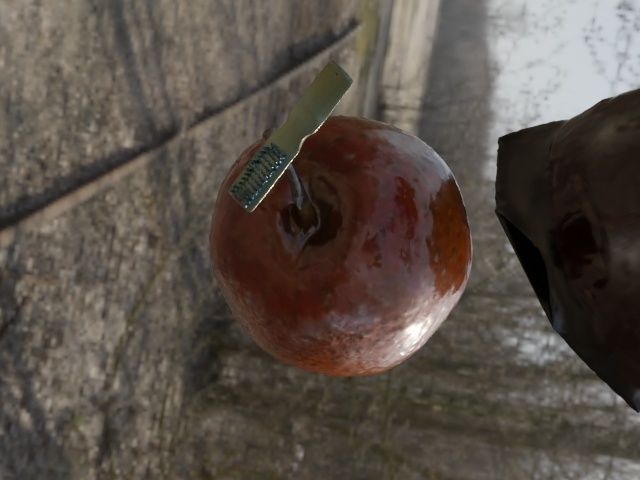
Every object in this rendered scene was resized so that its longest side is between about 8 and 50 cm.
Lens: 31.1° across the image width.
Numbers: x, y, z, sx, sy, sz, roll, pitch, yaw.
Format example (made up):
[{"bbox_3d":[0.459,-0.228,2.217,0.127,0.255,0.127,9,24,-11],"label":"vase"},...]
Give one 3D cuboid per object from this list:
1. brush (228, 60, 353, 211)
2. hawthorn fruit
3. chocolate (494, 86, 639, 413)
[{"bbox_3d":[-0.015,-0.049,0.549,0.084,0.016,0.013,-50,172,13],"label":"brush"},{"bbox_3d":[0.004,0.011,1.000,0.263,0.231,0.235,-24,98,-45],"label":"hawthorn fruit"},{"bbox_3d":[0.420,-0.035,1.148,0.331,0.383,0.384,-39,-155,38],"label":"chocolate"}]
